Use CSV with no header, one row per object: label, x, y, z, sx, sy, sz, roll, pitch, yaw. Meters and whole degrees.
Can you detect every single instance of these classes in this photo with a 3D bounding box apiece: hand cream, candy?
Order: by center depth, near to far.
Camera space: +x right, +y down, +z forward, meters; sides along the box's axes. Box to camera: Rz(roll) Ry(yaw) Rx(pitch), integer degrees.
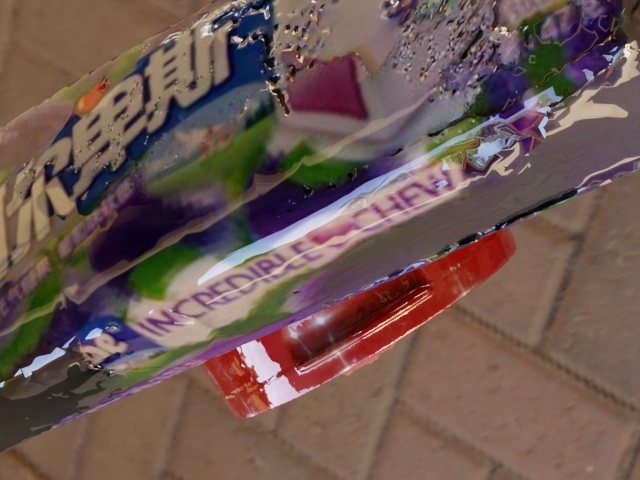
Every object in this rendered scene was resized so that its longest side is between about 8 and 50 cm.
candy,-0.042,-0.011,0.483,0.312,0.061,0.088,-27,59,25
hand cream,0.000,0.000,0.930,0.193,0.193,0.125,-31,93,33
